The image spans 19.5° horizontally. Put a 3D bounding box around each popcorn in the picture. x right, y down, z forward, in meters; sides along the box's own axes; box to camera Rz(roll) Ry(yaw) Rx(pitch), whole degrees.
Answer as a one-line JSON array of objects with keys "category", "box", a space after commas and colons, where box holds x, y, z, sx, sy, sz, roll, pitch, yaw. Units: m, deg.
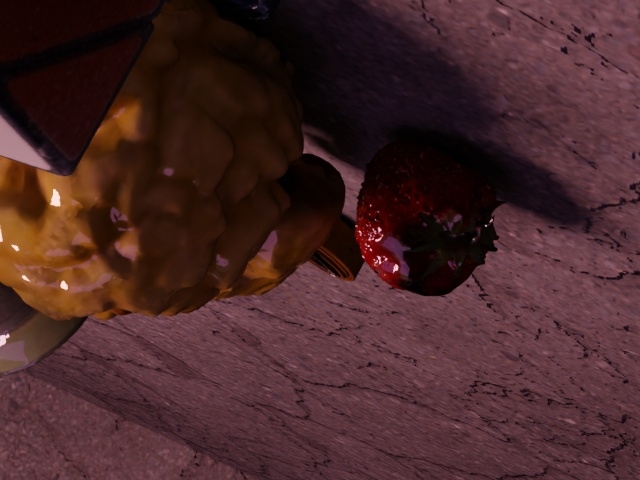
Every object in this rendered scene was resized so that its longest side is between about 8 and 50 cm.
[{"category": "popcorn", "box": [-0.123, -0.047, 1.219, 0.265, 0.225, 0.332, 8, 168, 37]}]

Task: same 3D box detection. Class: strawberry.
[{"category": "strawberry", "box": [0.067, -0.017, 1.225, 0.106, 0.106, 0.106, 25, 164, 8]}]

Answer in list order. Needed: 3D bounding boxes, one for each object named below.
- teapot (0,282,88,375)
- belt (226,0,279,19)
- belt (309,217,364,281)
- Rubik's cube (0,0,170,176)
[{"category": "teapot", "box": [-0.379, -0.038, 1.632, 0.270, 0.200, 0.337, -18, 139, 25]}, {"category": "belt", "box": [-0.051, -0.189, 0.793, 0.122, 0.128, 0.218, 30, 176, 25]}, {"category": "belt", "box": [0.000, 0.000, 1.477, 0.059, 0.036, 0.083, 9, 155, 50]}, {"category": "Rubik's cube", "box": [-0.193, -0.182, 0.901, 0.205, 0.205, 0.207, 18, 163, 28]}]
